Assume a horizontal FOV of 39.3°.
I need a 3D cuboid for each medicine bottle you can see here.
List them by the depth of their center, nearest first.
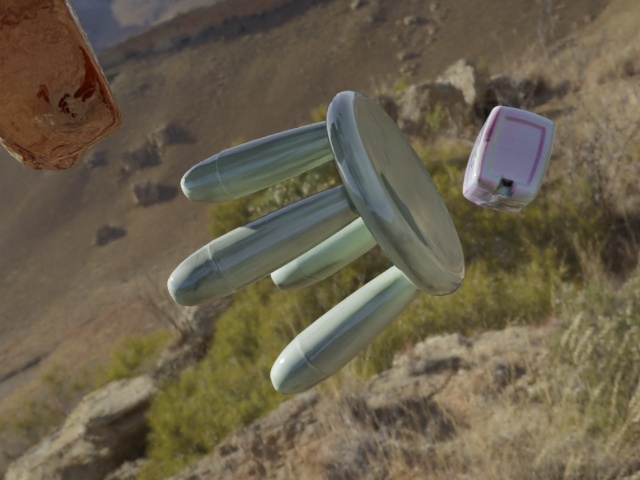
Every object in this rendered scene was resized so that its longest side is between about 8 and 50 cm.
[{"bbox_3d":[0.256,-0.103,1.252,0.095,0.119,0.188,17,-6,4],"label":"medicine bottle"}]

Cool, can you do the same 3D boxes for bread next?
[{"bbox_3d":[-0.287,-0.226,0.790,0.114,0.327,0.295,-24,-4,-9],"label":"bread"}]

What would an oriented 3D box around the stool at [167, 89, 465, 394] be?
[{"bbox_3d":[0.000,0.000,0.792,0.199,0.195,0.195,-32,34,20],"label":"stool"}]
